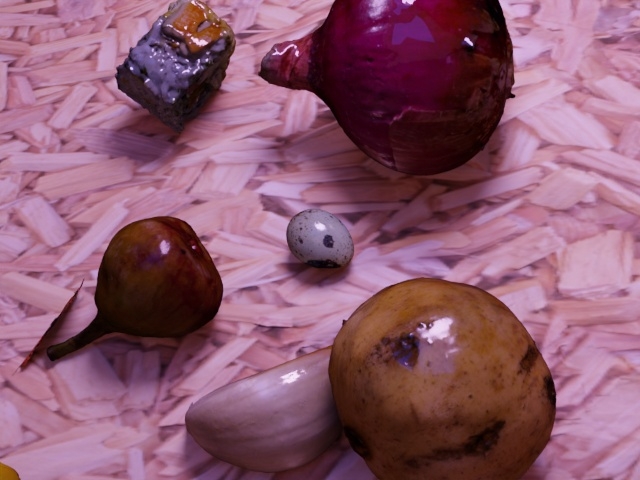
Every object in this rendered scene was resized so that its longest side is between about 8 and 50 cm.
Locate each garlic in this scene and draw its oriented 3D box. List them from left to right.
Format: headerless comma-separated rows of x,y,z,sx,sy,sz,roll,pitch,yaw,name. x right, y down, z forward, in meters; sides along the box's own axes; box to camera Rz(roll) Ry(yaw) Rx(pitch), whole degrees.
-0.069,0.226,1.216,0.245,0.145,0.164,-19,25,2,garlic

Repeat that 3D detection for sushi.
-0.238,-0.288,1.514,0.139,0.274,0.184,39,75,1,sushi

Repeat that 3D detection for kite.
-0.389,0.101,1.378,0.008,0.222,0.125,36,27,-11,kite

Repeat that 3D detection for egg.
0.000,0.000,1.352,0.110,0.085,0.085,36,71,11,egg

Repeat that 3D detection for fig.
-0.285,0.066,1.330,0.290,0.190,0.191,-13,55,24,fig

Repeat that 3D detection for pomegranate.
0.145,0.183,1.106,0.281,0.281,0.281,-5,58,9,pomegranate

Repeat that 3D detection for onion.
0.093,-0.270,1.351,0.385,0.348,0.348,0,59,10,onion

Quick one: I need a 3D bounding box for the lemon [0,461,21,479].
-0.525,0.364,1.142,0.284,0.260,0.260,-11,57,6,lemon
